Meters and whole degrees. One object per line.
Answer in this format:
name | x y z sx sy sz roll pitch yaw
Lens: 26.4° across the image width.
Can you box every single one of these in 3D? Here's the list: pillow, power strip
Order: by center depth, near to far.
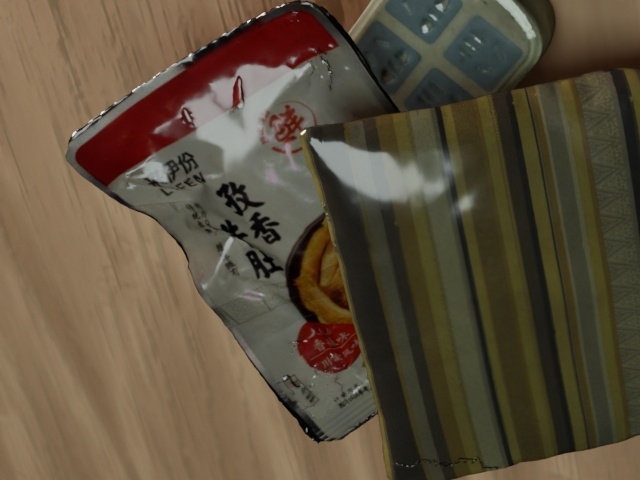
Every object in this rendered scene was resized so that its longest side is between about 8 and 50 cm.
pillow | 0.116 0.017 0.648 0.212 0.052 0.208 -12 117 5
power strip | 0.030 -0.058 0.681 0.080 0.029 0.227 37 130 -2

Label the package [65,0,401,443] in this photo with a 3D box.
package | 0.000 0.000 0.684 0.154 0.030 0.239 -28 119 20
